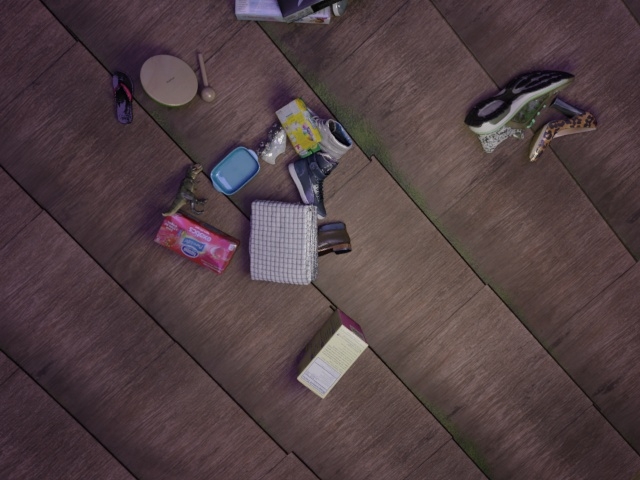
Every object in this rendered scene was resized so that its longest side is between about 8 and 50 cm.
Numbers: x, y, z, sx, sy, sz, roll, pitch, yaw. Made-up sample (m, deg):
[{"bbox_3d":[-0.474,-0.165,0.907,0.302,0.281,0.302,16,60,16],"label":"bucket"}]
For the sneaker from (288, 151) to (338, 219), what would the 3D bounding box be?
[{"bbox_3d":[0.005,-0.196,1.625,0.164,0.086,0.226,-24,98,24],"label":"sneaker"}]

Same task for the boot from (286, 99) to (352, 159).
[{"bbox_3d":[0.003,-0.394,1.594,0.258,0.123,0.095,42,65,-11],"label":"boot"}]

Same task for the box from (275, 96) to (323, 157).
[{"bbox_3d":[-0.065,-0.373,1.567,0.105,0.043,0.179,-16,105,43],"label":"box"}]

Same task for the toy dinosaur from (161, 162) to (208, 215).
[{"bbox_3d":[-0.445,-0.145,1.599,0.064,0.268,0.118,-27,125,37],"label":"toy dinosaur"}]

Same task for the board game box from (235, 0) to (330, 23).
[{"bbox_3d":[-0.121,-0.903,1.565,0.319,0.066,0.317,2,97,-3],"label":"board game box"}]

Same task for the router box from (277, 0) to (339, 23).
[{"bbox_3d":[-0.014,-0.867,1.471,0.309,0.081,0.242,-18,98,12],"label":"router box"}]

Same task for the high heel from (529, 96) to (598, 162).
[{"bbox_3d":[0.866,-0.361,1.665,0.186,0.093,0.261,28,86,0],"label":"high heel"}]

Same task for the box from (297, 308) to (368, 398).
[{"bbox_3d":[0.037,0.391,1.657,0.117,0.213,0.243,40,93,-6],"label":"box"}]

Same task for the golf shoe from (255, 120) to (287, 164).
[{"bbox_3d":[-0.148,-0.348,1.645,0.086,0.069,0.176,39,86,-39],"label":"golf shoe"}]

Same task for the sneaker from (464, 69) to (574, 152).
[{"bbox_3d":[0.704,-0.454,1.654,0.411,0.158,0.182,-30,129,-1],"label":"sneaker"}]

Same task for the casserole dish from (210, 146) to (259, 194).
[{"bbox_3d":[-0.296,-0.244,1.645,0.188,0.037,0.114,-40,98,9],"label":"casserole dish"}]

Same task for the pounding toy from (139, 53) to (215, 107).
[{"bbox_3d":[-0.494,-0.522,1.589,0.237,0.110,0.182,-18,86,-30],"label":"pounding toy"}]

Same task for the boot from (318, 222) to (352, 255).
[{"bbox_3d":[0.000,0.000,1.693,0.220,0.082,0.106,-5,73,5],"label":"boot"}]

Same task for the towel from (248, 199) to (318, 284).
[{"bbox_3d":[-0.124,0.002,1.612,0.235,0.121,0.283,4,99,25],"label":"towel"}]

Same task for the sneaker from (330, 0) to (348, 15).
[{"bbox_3d":[0.149,-0.880,1.546,0.179,0.124,0.295,17,95,15],"label":"sneaker"}]

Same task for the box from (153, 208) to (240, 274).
[{"bbox_3d":[-0.422,0.002,1.629,0.257,0.128,0.122,28,95,-6],"label":"box"}]

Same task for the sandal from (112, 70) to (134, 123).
[{"bbox_3d":[-0.674,-0.489,1.600,0.067,0.040,0.179,-3,97,-2],"label":"sandal"}]
